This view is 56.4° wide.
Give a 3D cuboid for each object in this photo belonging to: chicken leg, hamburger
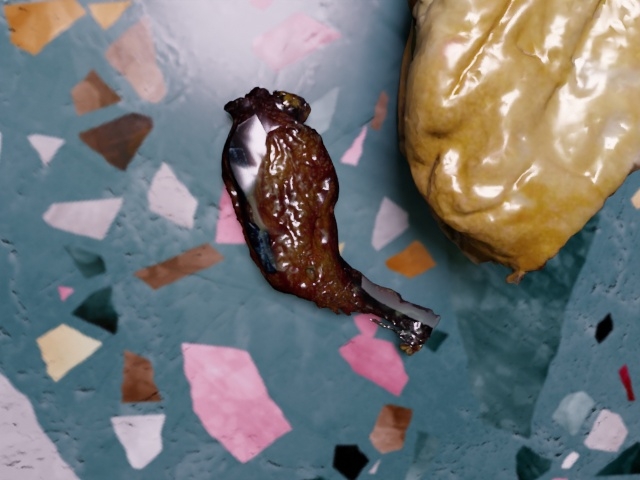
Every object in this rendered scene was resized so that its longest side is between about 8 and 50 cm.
[{"bbox_3d":[0.000,0.000,0.472,0.106,0.051,0.253,-36,106,-5],"label":"chicken leg"},{"bbox_3d":[0.151,-0.162,0.404,0.209,0.162,0.330,38,96,-10],"label":"hamburger"}]
